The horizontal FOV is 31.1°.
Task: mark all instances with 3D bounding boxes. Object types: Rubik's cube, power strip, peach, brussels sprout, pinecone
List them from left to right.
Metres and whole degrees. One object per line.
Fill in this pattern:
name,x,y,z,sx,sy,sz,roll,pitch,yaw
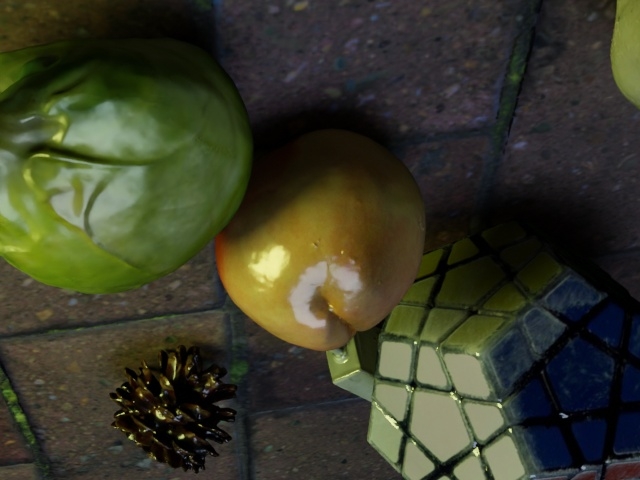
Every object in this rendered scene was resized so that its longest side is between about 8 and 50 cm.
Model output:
brussels sprout,-0.152,-0.059,0.820,0.223,0.161,0.223,-13,153,-7
pinecone,-0.151,0.174,1.215,0.120,0.140,0.140,-51,140,0
peach,0.000,0.000,0.949,0.184,0.184,0.184,-8,147,-6
power strip,0.040,0.124,1.237,0.042,0.075,0.175,-27,145,26
Rubik's cube,0.197,0.138,1.136,0.319,0.318,0.264,-2,172,-15

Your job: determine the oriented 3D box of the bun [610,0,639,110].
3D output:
bun,0.318,-0.172,0.822,0.239,0.141,0.239,-10,153,-5
